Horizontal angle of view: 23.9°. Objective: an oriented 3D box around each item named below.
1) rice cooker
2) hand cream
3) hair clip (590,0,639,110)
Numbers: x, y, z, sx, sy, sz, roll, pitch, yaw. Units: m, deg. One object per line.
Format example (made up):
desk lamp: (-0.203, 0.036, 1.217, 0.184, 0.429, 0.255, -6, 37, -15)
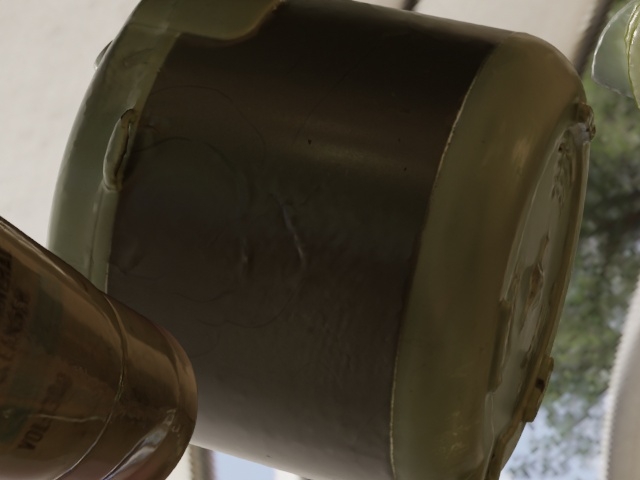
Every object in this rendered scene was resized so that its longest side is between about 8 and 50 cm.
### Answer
rice cooker: (-0.002, -0.002, 0.858, 0.277, 0.288, 0.288, 12, -169, 19)
hand cream: (-0.127, 0.005, 0.364, 0.070, 0.111, 0.312, 12, 168, 26)
hair clip: (0.162, -0.036, 0.507, 0.188, 0.033, 0.060, 44, 154, 39)
